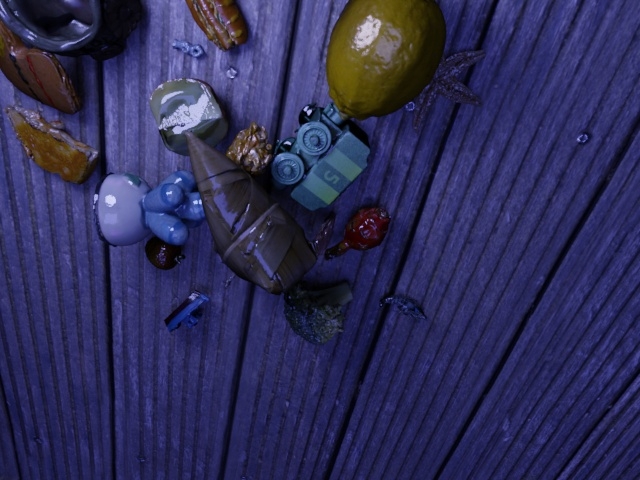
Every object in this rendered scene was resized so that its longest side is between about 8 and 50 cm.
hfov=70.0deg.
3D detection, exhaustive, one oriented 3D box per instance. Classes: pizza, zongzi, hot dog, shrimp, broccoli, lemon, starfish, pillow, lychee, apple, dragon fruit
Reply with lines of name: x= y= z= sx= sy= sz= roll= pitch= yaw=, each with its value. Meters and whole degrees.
pizza: x=-0.816 y=-0.293 z=1.384 sx=0.297 sy=0.071 sz=0.189 roll=32 pitch=130 yaw=-9
zongzi: x=-0.260 y=-0.083 z=1.332 sx=0.218 sy=0.500 sz=0.467 roll=-36 pitch=104 yaw=-20
hot dog: x=-0.286 y=-0.612 z=1.156 sx=0.115 sy=0.072 sz=0.269 roll=-21 pitch=117 yaw=25
shrimp: x=0.292 y=0.232 z=1.583 sx=0.174 sy=0.082 sz=0.076 roll=19 pitch=125 yaw=2
broccoli: x=-0.004 y=0.216 z=1.549 sx=0.243 sy=0.247 sz=0.263 roll=-28 pitch=161 yaw=-14
lemon: x=0.153 y=-0.451 z=1.097 sx=0.285 sy=0.285 sz=0.316 roll=-1 pitch=120 yaw=5
starfish: x=0.332 y=-0.420 z=1.223 sx=0.231 sy=0.048 sz=0.295 roll=6 pitch=121 yaw=1
pillow: x=0.000 y=0.000 z=1.387 sx=0.043 sy=0.232 sz=0.126 roll=21 pitch=118 yaw=6
lychee: x=-0.520 y=0.041 z=1.526 sx=0.146 sy=0.114 sz=0.114 roll=24 pitch=120 yaw=11
apple: x=-0.358 y=-0.343 z=1.259 sx=0.188 sy=0.174 sz=0.207 roll=-21 pitch=115 yaw=-6
dragon fruit: x=0.110 y=-0.012 z=1.417 sx=0.246 sy=0.125 sz=0.125 roll=-37 pitch=144 yaw=3

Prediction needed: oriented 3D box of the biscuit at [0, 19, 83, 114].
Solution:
biscuit: x=-0.777 y=-0.470 z=1.204 sx=0.277 sy=0.052 sz=0.262 roll=27 pitch=147 yaw=11

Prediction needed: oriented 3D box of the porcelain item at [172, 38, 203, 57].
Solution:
porcelain item: x=-0.356 y=-0.519 z=1.236 sx=0.083 sy=0.028 sz=0.036 roll=15 pitch=117 yaw=-5

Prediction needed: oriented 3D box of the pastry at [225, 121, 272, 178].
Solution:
pastry: x=-0.209 y=-0.226 z=1.278 sx=0.102 sy=0.250 sz=0.154 roll=8 pitch=81 yaw=-21

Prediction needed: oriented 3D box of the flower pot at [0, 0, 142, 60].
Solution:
flower pot: x=-0.603 y=-0.589 z=1.112 sx=0.301 sy=0.213 sz=0.302 roll=2 pitch=119 yaw=4

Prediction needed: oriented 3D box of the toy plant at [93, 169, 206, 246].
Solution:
toy plant: x=-0.474 y=-0.096 z=1.384 sx=0.332 sy=0.247 sz=0.247 roll=-1 pitch=120 yaw=3

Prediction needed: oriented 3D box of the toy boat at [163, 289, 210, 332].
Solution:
toy boat: x=-0.475 y=0.264 z=1.653 sx=0.097 sy=0.100 sz=0.223 roll=45 pitch=116 yaw=-9

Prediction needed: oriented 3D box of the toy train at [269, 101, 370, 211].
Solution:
toy train: x=-0.005 y=-0.233 z=1.297 sx=0.238 sy=0.167 sz=0.299 roll=34 pitch=118 yaw=-20
